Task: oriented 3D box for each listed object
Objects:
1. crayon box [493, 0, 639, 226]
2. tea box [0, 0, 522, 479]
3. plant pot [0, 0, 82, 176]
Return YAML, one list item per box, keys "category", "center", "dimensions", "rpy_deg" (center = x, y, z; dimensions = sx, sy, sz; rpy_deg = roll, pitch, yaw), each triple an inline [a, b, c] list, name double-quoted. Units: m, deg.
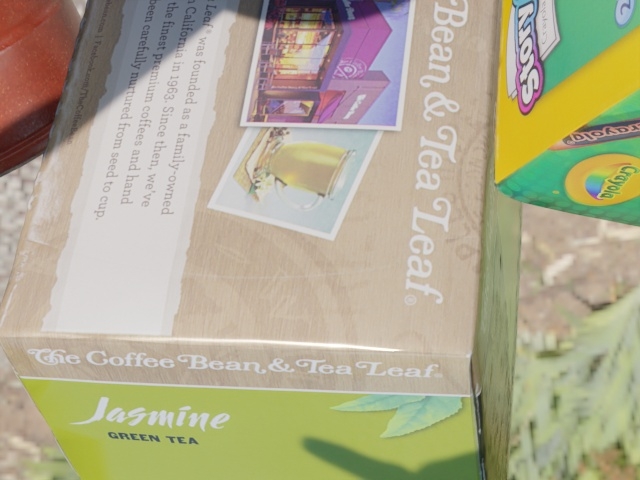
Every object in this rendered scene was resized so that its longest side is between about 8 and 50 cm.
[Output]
- category: "crayon box"
  center: [0.130, -0.159, 0.460]
  dimensions: [0.081, 0.279, 0.165]
  rpy_deg: [10, 163, -16]
- category: "tea box"
  center: [0.000, 0.000, 0.831]
  dimensions: [0.219, 0.329, 0.324]
  rpy_deg: [2, 145, 9]
- category: "plant pot"
  center: [-0.297, -0.178, 0.921]
  dimensions: [0.272, 0.272, 0.265]
  rpy_deg: [-10, 116, 17]
